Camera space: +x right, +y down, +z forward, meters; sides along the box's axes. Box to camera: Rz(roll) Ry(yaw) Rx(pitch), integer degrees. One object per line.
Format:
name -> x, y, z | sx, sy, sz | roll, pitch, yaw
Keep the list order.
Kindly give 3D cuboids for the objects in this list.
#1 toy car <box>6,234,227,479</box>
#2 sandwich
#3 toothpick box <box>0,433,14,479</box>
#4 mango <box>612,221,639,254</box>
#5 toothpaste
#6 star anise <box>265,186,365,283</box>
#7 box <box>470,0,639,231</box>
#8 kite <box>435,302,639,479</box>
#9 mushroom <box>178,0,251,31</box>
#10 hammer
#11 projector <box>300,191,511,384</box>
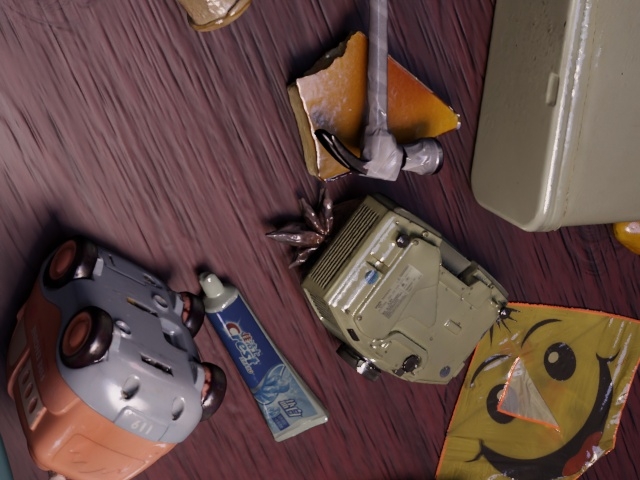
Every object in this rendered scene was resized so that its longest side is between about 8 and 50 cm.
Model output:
toy car -> -0.245, 0.142, 1.602 | 0.180, 0.270, 0.212 | 30, 113, -34
sandwich -> 0.060, -0.175, 1.726 | 0.193, 0.058, 0.162 | -22, 115, -17
toothpick box -> -0.403, 0.254, 1.635 | 0.120, 0.120, 0.184 | -14, 110, -19
mango -> 0.433, -0.015, 1.946 | 0.114, 0.060, 0.080 | 7, 102, -22
toothpaste -> -0.078, 0.140, 1.785 | 0.069, 0.047, 0.268 | -43, 123, -20
star anise -> -0.009, -0.004, 1.754 | 0.129, 0.056, 0.124 | 5, 108, -29
box -> 0.384, -0.199, 1.801 | 0.344, 0.177, 0.352 | -3, 108, -26
kite -> 0.297, 0.201, 1.990 | 0.377, 0.013, 0.327 | -36, 118, -8
mushroom -> -0.167, -0.330, 1.552 | 0.096, 0.108, 0.247 | -18, 120, 28
hammer -> 0.072, -0.281, 1.663 | 0.152, 0.044, 0.426 | -1, 95, -29
projector -> 0.102, 0.079, 1.790 | 0.193, 0.088, 0.269 | -53, 133, 2
